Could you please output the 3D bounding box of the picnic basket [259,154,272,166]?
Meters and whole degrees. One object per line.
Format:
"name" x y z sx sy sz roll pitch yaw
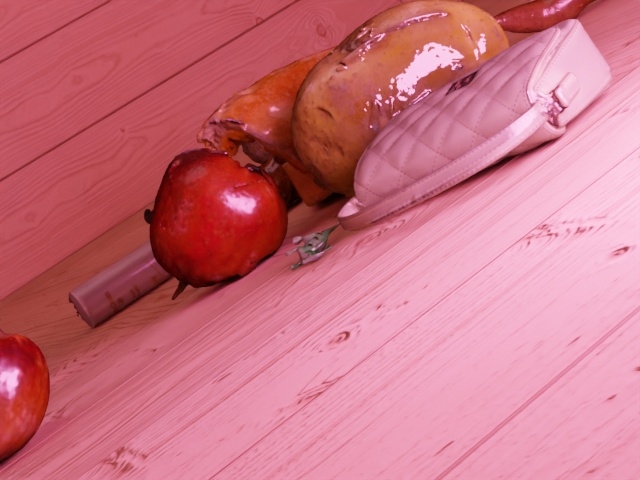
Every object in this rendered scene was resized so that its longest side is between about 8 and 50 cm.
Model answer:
"picnic basket" -0.038 -0.115 2.173 0.110 0.055 0.193 -28 10 26

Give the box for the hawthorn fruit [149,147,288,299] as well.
"hawthorn fruit" -0.118 -0.011 1.581 0.172 0.148 0.148 -59 10 -2

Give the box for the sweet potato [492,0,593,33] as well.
"sweet potato" 0.357 -0.345 2.061 0.281 0.059 0.067 -31 -5 -3

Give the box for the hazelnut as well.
"hazelnut" -0.318 0.147 1.333 0.154 0.143 0.143 -3 24 39

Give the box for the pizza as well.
"pizza" 0.042 -0.144 1.655 0.365 0.182 0.074 -20 -28 -22

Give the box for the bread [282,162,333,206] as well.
"bread" 0.022 -0.092 1.749 0.149 0.073 0.122 -36 3 -42

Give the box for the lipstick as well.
"lipstick" -0.208 0.022 1.943 0.264 0.059 0.059 -35 8 -18

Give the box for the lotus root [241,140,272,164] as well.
"lotus root" 0.008 -0.227 2.388 0.322 0.140 0.158 -25 9 26

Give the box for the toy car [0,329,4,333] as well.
"toy car" -0.479 0.158 2.022 0.112 0.112 0.139 -18 11 -27

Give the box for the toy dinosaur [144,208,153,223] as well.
"toy dinosaur" -0.156 -0.053 2.110 0.179 0.087 0.187 -30 9 23

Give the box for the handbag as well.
"handbag" 0.124 -0.092 1.316 0.256 0.079 0.219 -26 13 43

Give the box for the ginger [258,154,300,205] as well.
"ginger" -0.056 -0.077 1.915 0.162 0.073 0.103 -33 8 -17

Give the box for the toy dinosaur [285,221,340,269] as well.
"toy dinosaur" 0.000 0.000 1.410 0.083 0.021 0.062 -38 16 -17

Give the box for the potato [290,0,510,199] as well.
"potato" 0.084 -0.152 1.523 0.248 0.169 0.143 -30 33 -1
